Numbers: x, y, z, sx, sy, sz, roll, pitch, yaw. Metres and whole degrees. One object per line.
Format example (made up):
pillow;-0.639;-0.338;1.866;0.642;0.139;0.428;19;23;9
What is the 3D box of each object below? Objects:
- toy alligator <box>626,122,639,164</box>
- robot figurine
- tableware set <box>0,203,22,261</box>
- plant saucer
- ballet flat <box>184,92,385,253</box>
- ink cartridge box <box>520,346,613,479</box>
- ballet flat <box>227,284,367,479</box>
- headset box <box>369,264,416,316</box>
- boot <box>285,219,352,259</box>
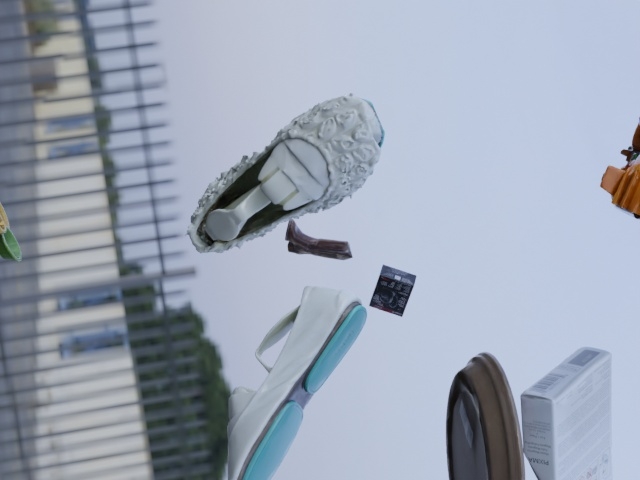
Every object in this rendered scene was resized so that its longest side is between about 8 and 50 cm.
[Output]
toy alligator;0.474;-0.117;2.054;0.051;0.056;0.190;55;-14;47
robot figurine;0.361;-0.112;1.415;0.211;0.085;0.291;-67;168;15
tableware set;-0.307;-0.055;1.270;0.104;0.024;0.154;60;6;-51
plant saucer;0.206;0.282;1.774;0.278;0.041;0.278;178;-90;-82
ballet flat;-0.064;-0.074;2.050;0.409;0.147;0.147;-33;-118;46
ink cartridge box;0.351;0.290;1.950;0.066;0.189;0.232;12;-66;33
ballet flat;-0.070;0.245;2.308;0.400;0.139;0.139;-58;179;-14
headset box;0.122;0.089;2.370;0.032;0.062;0.083;-70;177;-51
boot;0.000;0.000;2.340;0.106;0.114;0.037;79;23;-66
